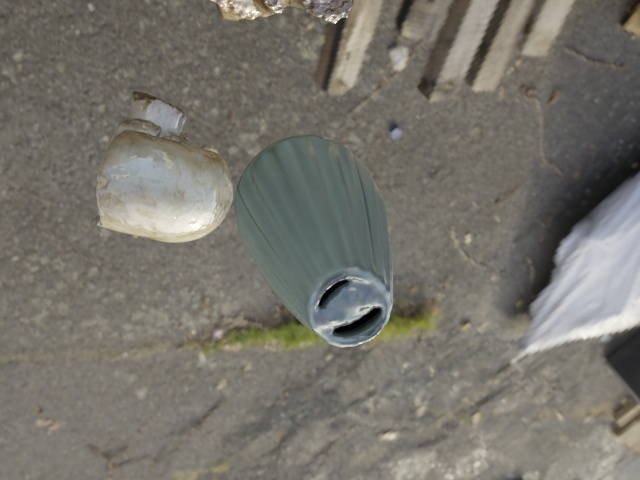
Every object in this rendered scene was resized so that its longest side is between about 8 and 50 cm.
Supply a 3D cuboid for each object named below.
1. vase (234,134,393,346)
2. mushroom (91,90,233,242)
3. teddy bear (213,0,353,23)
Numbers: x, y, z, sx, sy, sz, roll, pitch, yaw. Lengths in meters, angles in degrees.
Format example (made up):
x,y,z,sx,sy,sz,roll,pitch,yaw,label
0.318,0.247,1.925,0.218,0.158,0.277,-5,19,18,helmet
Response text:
x,y,z,sx,sy,sz,roll,pitch,yaw,label
0.000,0.000,0.843,0.128,0.248,0.128,-4,115,-9,vase
-0.212,-0.093,1.456,0.188,0.253,0.195,17,90,-11,mushroom
-0.092,-0.420,1.461,0.222,0.246,0.296,-27,138,14,teddy bear
